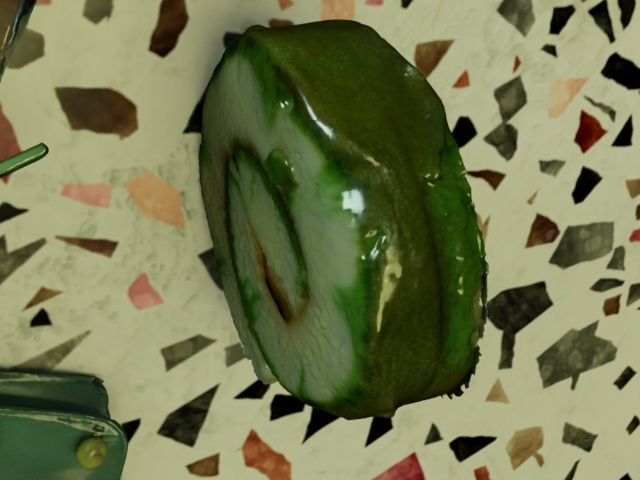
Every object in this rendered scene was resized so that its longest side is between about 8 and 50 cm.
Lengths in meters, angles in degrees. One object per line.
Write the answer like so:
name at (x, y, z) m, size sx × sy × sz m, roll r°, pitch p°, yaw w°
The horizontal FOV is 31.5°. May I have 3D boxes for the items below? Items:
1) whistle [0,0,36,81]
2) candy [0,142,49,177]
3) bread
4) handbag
whistle at (-0.281, -0.244, 0.867) m, size 0.189 × 0.189 × 0.348 m, roll 30°, pitch 86°, yaw -33°
candy at (-0.367, -0.014, 0.953) m, size 0.305 × 0.083 × 0.091 m, roll -24°, pitch 165°, yaw -2°
bread at (0.000, 0.000, 0.987) m, size 0.129 × 0.366 × 0.382 m, roll -13°, pitch 140°, yaw -20°
handbag at (-0.335, 0.263, 1.112) m, size 0.269 × 0.100 × 0.274 m, roll 9°, pitch 109°, yaw -29°
